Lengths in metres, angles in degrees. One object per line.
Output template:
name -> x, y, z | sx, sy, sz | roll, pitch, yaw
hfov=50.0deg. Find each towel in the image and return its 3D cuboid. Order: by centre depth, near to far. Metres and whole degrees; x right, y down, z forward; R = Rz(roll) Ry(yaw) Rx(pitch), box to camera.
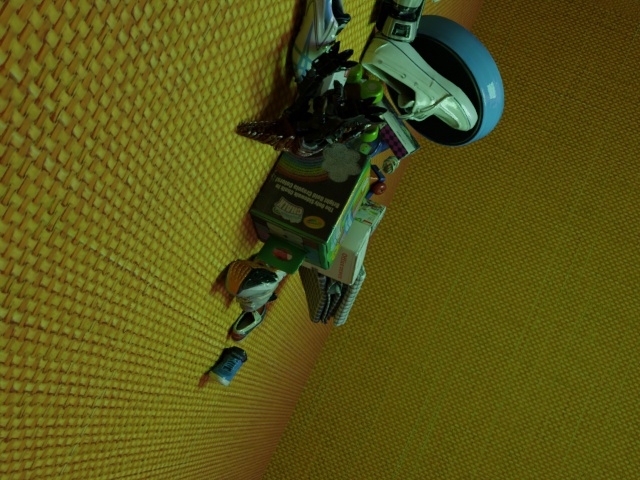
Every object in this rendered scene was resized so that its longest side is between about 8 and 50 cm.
towel -> 0.014, 0.060, 1.841 | 0.235, 0.121, 0.284 | 109, -23, -49

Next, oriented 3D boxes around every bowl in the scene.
bowl -> 0.335, -0.439, 1.945 | 0.077, 0.391, 0.391 | -40, 159, -25

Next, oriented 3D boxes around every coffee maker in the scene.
coffee maker -> 0.210, -0.592, 1.664 | 0.171, 0.120, 0.178 | -55, 166, -48

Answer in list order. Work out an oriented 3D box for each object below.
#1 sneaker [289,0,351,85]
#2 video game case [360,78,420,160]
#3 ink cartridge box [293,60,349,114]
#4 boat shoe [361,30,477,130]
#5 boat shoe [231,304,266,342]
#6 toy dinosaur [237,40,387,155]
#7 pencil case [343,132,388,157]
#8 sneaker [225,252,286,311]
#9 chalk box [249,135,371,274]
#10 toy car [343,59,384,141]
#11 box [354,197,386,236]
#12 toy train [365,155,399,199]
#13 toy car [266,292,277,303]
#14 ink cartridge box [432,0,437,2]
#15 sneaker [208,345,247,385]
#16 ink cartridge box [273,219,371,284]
sneaker -> 0.003, -0.368, 1.217 | 0.085, 0.086, 0.237 | -58, 168, -46
video game case -> 0.174, -0.324, 1.823 | 0.041, 0.232, 0.210 | -35, -179, 20
ink cartridge box -> 0.000, -0.305, 1.399 | 0.109, 0.063, 0.151 | -32, 144, -72
boat shoe -> 0.248, -0.374, 1.794 | 0.157, 0.367, 0.136 | -57, -156, -10
boat shoe -> -0.173, 0.191, 1.675 | 0.137, 0.049, 0.043 | -49, 159, -43
toy dinosaur -> -0.002, -0.214, 1.249 | 0.218, 0.164, 0.322 | -40, -176, 47
pencil case -> 0.147, -0.311, 1.974 | 0.119, 0.133, 0.306 | -32, -178, 21
sneaker -> -0.148, 0.109, 1.494 | 0.121, 0.099, 0.262 | -64, 169, 10
chalk box -> -0.030, -0.060, 1.473 | 0.289, 0.180, 0.179 | -62, 169, -16
toy car -> 0.035, -0.286, 1.557 | 0.188, 0.149, 0.155 | -30, 151, -20
box -> 0.051, -0.084, 1.737 | 0.114, 0.206, 0.036 | -55, 165, -47
toy train -> 0.117, -0.185, 1.935 | 0.143, 0.105, 0.248 | 8, 132, -46
toy car -> -0.123, 0.117, 1.732 | 0.040, 0.060, 0.122 | -55, 177, 40
ink cartridge box -> 0.308, -0.682, 1.485 | 0.114, 0.197, 0.273 | 35, 53, -42
sneaker -> -0.216, 0.293, 1.634 | 0.085, 0.058, 0.152 | -60, 174, -1
ink cartridge box -> 0.000, 0.000, 1.638 | 0.092, 0.217, 0.159 | -60, 168, -30
